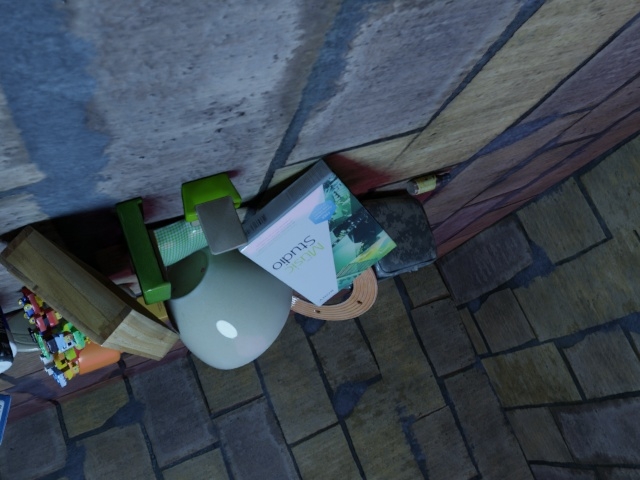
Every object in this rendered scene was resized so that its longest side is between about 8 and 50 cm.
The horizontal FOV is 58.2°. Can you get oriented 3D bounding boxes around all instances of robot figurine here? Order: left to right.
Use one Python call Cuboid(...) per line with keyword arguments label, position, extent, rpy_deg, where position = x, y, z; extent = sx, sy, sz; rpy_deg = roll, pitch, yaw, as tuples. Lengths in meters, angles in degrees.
Cuboid(label="robot figurine", position=(-0.611, 0.281, 1.503), extent=(0.219, 0.128, 0.158), rpy_deg=(-16, -170, -32))

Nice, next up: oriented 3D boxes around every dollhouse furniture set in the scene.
Cuboid(label="dollhouse furniture set", position=(-0.238, 0.027, 1.034), extent=(0.197, 0.151, 0.301), rpy_deg=(-19, 168, -20))

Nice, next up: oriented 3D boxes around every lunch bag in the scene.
Cuboid(label="lunch bag", position=(0.132, 0.013, 1.569), extent=(0.256, 0.213, 0.305), rpy_deg=(-20, 175, 42))

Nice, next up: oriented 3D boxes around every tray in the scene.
Cuboid(label="tray", position=(-0.379, 0.115, 1.010), extent=(0.076, 0.202, 0.411), rpy_deg=(-51, 174, -13))

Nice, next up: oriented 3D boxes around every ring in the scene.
Cuboid(label="ring", position=(-0.018, 0.082, 1.447), extent=(0.336, 0.336, 0.032), rpy_deg=(-35, -159, 44))

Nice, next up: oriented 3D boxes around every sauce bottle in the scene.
Cuboid(label="sauce bottle", position=(0.287, -0.152, 1.511), extent=(0.128, 0.042, 0.042), rpy_deg=(-19, 168, -27))

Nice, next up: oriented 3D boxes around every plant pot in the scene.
Cuboid(label="plant pot", position=(-0.229, 0.113, 1.252), extent=(0.284, 0.284, 0.191), rpy_deg=(-27, 138, 18))

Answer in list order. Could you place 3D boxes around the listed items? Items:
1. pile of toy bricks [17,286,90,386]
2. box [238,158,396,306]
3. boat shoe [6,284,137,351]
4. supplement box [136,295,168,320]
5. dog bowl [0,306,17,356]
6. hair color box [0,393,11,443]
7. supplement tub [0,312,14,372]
Cuboid(label="pile of toy bricks", position=(-0.495, 0.178, 1.122), extent=(0.105, 0.118, 0.212), rpy_deg=(-31, 132, -36))
Cuboid(label="box", position=(0.000, 0.000, 1.191), extent=(0.232, 0.058, 0.322), rpy_deg=(-39, 143, 8))
Cuboid(label="boat shoe", position=(-0.544, 0.179, 1.255), extent=(0.285, 0.103, 0.092), rpy_deg=(-21, 165, -40))
Cuboid(label="supplement box", position=(-0.425, 0.176, 1.519), extent=(0.233, 0.078, 0.080), rpy_deg=(-17, 167, -27))
Cuboid(label="dog bowl", position=(-0.675, 0.189, 0.979), extent=(0.264, 0.104, 0.265), rpy_deg=(-27, 165, -8))
Cuboid(label="hair color box", position=(-0.807, 0.336, 1.091), extent=(0.347, 0.105, 0.173), rpy_deg=(25, 137, -38))
Cuboid(label="supplement tub", position=(-0.490, 0.094, 0.757), extent=(0.116, 0.191, 0.117), rpy_deg=(-23, 168, -5))
